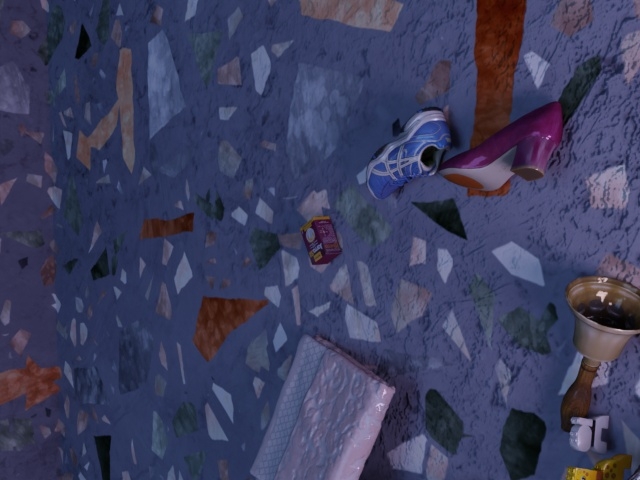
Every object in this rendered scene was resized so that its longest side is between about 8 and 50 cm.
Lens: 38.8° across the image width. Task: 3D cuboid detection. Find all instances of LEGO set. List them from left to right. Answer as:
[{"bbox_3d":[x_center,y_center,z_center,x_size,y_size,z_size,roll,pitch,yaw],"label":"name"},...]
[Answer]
[{"bbox_3d":[0.367,0.351,1.257,0.087,0.093,0.227,159,122,-67],"label":"LEGO set"}]

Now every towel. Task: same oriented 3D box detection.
[{"bbox_3d":[-0.009,0.371,1.725,0.317,0.053,0.331,29,98,60],"label":"towel"}]

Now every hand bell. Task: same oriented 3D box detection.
[{"bbox_3d":[0.383,0.184,1.300,0.126,0.126,0.242,42,136,42],"label":"hand bell"}]

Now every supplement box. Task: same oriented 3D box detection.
[{"bbox_3d":[0.000,0.000,1.805,0.055,0.043,0.083,-40,63,45],"label":"supplement box"}]

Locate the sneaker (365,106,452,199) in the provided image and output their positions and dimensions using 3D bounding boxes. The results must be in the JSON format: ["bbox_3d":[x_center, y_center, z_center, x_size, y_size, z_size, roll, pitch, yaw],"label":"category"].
[{"bbox_3d":[0.150,-0.135,1.572,0.211,0.080,0.081,-52,50,42],"label":"sneaker"}]

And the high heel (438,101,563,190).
[{"bbox_3d":[0.279,-0.149,1.428,0.244,0.082,0.117,-9,57,64],"label":"high heel"}]

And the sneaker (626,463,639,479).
[{"bbox_3d":[0.419,0.322,1.166,0.061,0.065,0.157,35,102,36],"label":"sneaker"}]
